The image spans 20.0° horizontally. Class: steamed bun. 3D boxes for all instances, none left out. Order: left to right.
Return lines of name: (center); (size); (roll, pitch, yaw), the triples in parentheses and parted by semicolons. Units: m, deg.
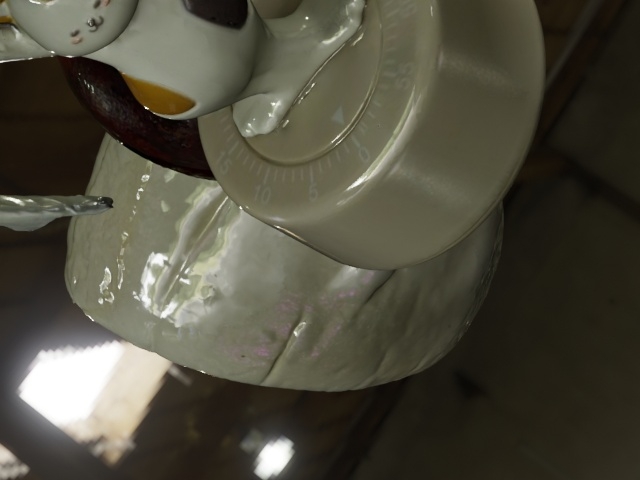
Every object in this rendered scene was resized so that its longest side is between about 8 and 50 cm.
steamed bun: (0.005, 0.002, 1.471); (0.383, 0.236, 0.247); (4, -63, -39)

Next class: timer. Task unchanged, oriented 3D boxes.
timer: (-0.045, -0.092, 0.808); (0.266, 0.175, 0.175); (14, -68, -46)

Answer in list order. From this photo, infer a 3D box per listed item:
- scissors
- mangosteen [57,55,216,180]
scissors: (-0.214, -0.016, 0.944); (0.110, 0.212, 0.021); (-97, 10, -58)
mangosteen: (-0.061, -0.173, 1.224); (0.235, 0.235, 0.261); (-44, -16, -28)
